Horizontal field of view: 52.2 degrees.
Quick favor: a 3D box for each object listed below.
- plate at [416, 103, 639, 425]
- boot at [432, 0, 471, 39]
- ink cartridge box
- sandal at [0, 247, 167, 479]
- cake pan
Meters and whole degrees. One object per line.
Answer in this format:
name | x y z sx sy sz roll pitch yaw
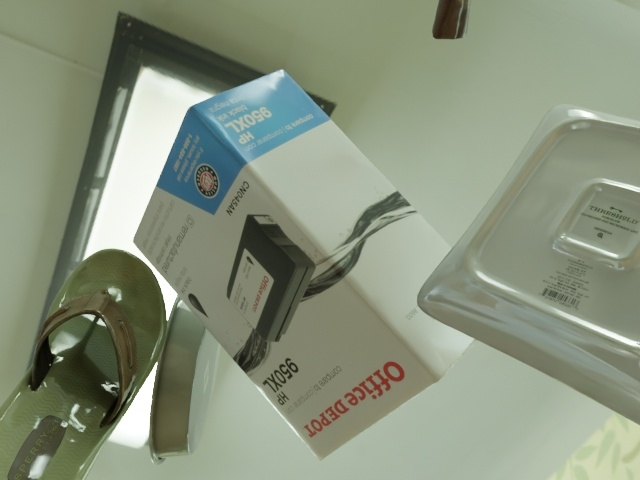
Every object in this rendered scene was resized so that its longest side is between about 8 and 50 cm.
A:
plate | 0.255 -0.006 0.574 0.278 0.277 0.045 -53 -43 -12
boot | 0.134 -0.269 0.724 0.106 0.037 0.114 -18 -41 -27
ink cartridge box | -0.022 0.039 0.815 0.395 0.166 0.285 47 -43 8
sandal | -0.216 0.116 0.606 0.120 0.302 0.086 21 -50 -10
cake pan | -0.208 0.210 1.044 0.054 0.293 0.293 8 -56 0
